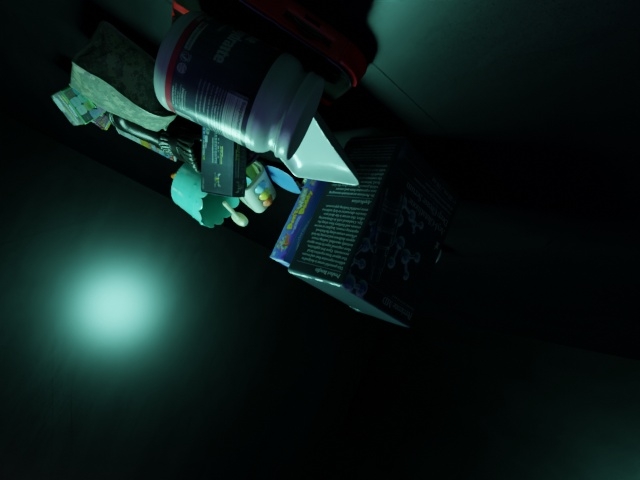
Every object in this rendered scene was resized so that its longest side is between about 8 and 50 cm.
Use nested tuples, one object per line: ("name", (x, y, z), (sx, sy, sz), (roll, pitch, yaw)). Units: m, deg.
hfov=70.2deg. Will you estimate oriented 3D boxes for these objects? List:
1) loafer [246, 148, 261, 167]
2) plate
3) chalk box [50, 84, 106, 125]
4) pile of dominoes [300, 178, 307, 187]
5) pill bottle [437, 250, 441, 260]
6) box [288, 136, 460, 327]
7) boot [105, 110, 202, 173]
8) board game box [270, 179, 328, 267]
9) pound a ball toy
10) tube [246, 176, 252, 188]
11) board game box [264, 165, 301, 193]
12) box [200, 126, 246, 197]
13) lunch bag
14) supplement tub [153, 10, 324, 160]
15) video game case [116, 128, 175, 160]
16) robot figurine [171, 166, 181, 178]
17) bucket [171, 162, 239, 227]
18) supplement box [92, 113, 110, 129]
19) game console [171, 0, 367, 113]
("loafer", (-0.290, -0.304, 1.554), (0.095, 0.109, 0.302), (35, 168, -26))
("plate", (-0.049, -0.255, 1.116), (0.277, 0.045, 0.278), (16, 153, 50))
("chalk box", (-0.837, -0.500, 1.617), (0.213, 0.132, 0.132), (11, 138, 47))
("pile of dominoes", (0.043, -0.158, 1.682), (0.251, 0.040, 0.196), (25, 168, -7))
("pill bottle", (0.371, 0.027, 1.728), (0.160, 0.087, 0.087), (28, 168, -16))
("box", (0.150, -0.022, 1.192), (0.293, 0.396, 0.212), (33, 166, -39))
("boot", (-0.547, -0.374, 1.607), (0.260, 0.131, 0.348), (32, -176, 29))
("board game box", (0.015, -0.048, 1.467), (0.233, 0.347, 0.078), (34, 166, -37))
("pound a ball toy", (-0.277, -0.170, 1.793), (0.135, 0.208, 0.319), (36, 171, 12))
("tube", (-0.299, -0.232, 2.036), (0.080, 0.052, 0.207), (19, 163, -7))
("board game box", (-0.134, -0.239, 1.702), (0.133, 0.033, 0.169), (24, 164, 25))
("box", (-0.315, -0.263, 1.477), (0.183, 0.233, 0.059), (14, -165, 42))
("lunch bag", (-0.536, -0.436, 1.295), (0.287, 0.169, 0.235), (35, 165, -26))
("supplement tub", (-0.149, -0.285, 0.857), (0.272, 0.191, 0.191), (26, 168, 0))
("video game case", (-0.784, -0.456, 2.048), (0.285, 0.025, 0.204), (27, 168, -10))
("robot figurine", (-0.614, -0.297, 2.173), (0.219, 0.128, 0.158), (10, 147, 54))
("bucket", (-0.477, -0.214, 1.926), (0.183, 0.281, 0.281), (30, 171, 18))
("supplement box", (-0.974, -0.534, 2.008), (0.043, 0.055, 0.083), (17, 166, 31))
("game console", (-0.118, -0.400, 0.931), (0.386, 0.060, 0.342), (29, 173, -17))
